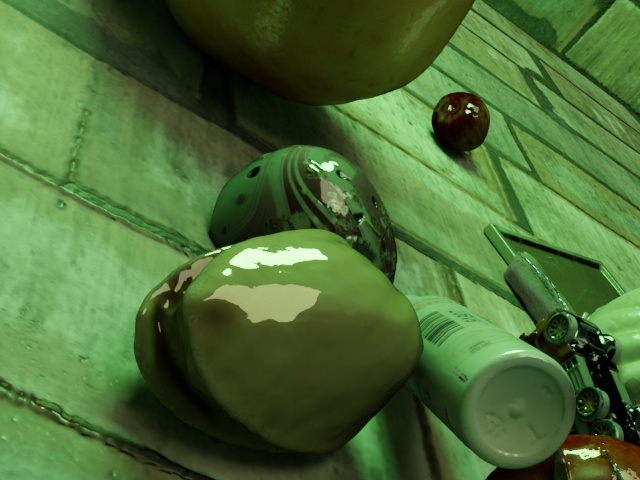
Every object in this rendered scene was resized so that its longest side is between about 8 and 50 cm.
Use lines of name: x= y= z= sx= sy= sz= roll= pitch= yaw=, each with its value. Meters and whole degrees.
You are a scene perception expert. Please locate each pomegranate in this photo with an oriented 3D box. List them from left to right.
pomegranate: x=0.012 y=-0.348 z=1.112 sx=0.412 sy=0.411 sz=0.411 roll=33 pitch=25 yaw=-17

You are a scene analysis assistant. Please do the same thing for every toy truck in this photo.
toy truck: x=0.245 y=0.160 z=0.945 sx=0.083 sy=0.092 sz=0.192 roll=24 pitch=36 yaw=-32

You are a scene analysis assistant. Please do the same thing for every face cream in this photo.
face cream: x=0.101 y=0.091 z=0.763 sx=0.082 sy=0.082 sz=0.269 roll=34 pitch=0 yaw=-14

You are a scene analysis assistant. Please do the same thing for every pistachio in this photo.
pistachio: x=-0.019 y=0.064 z=0.674 sx=0.223 sy=0.126 sz=0.152 roll=16 pitch=70 yaw=-46

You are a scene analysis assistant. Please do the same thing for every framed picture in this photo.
framed picture: x=0.354 y=0.081 z=1.332 sx=0.289 sy=0.016 sz=0.213 roll=15 pitch=35 yaw=-45

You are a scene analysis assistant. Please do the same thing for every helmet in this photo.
helmet: x=0.004 y=-0.015 z=0.869 sx=0.177 sy=0.107 sz=0.153 roll=40 pitch=21 yaw=1

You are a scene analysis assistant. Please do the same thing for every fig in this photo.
fig: x=0.215 y=-0.159 z=1.488 sx=0.125 sy=0.089 sz=0.089 roll=48 pitch=10 yaw=-49

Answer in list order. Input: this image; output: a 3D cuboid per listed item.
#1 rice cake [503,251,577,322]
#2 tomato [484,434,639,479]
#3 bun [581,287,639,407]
rice cake: x=0.271 y=0.094 z=1.154 sx=0.036 sy=0.047 sz=0.206 roll=27 pitch=28 yaw=-44
tomato: x=0.181 y=0.214 z=0.688 sx=0.167 sy=0.167 sz=0.167 roll=33 pitch=25 yaw=-17
bun: x=0.408 y=0.144 z=1.029 sx=0.263 sy=0.175 sz=0.263 roll=21 pitch=50 yaw=-27
